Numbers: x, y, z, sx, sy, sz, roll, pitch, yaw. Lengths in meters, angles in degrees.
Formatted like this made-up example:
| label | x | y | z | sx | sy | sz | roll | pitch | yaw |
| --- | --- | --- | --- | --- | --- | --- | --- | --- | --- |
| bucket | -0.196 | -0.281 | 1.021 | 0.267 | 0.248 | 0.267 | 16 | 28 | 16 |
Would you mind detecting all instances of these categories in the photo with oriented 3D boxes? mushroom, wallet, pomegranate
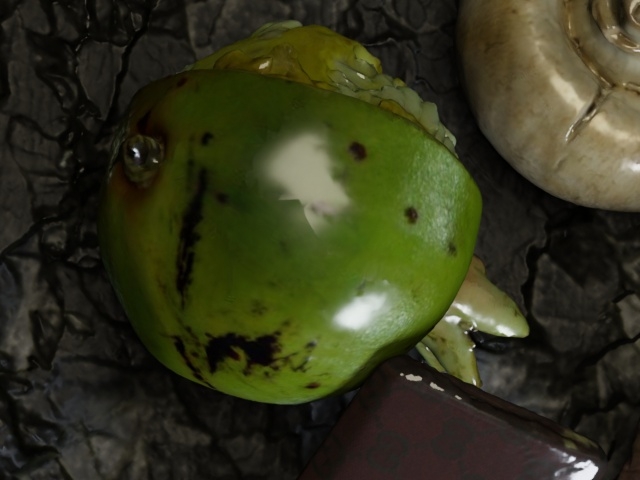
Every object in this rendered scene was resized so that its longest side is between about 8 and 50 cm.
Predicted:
| label | x | y | z | sx | sy | sz | roll | pitch | yaw |
| --- | --- | --- | --- | --- | --- | --- | --- | --- | --- |
| mushroom | 0.192 | -0.142 | 1.357 | 0.189 | 0.195 | 0.254 | -14 | 78 | -8 |
| wallet | 0.064 | 0.188 | 1.272 | 0.182 | 0.049 | 0.229 | 26 | 119 | -13 |
| pomegranate | 0.000 | 0.000 | 1.280 | 0.340 | 0.260 | 0.260 | 34 | 74 | -28 |

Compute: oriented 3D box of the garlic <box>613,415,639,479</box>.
| label | x | y | z | sx | sy | sz | roll | pitch | yaw |
| --- | --- | --- | --- | --- | --- | --- | --- | --- | --- |
| garlic | 0.325 | 0.170 | 1.334 | 0.245 | 0.160 | 0.245 | 0 | 84 | -1 |
